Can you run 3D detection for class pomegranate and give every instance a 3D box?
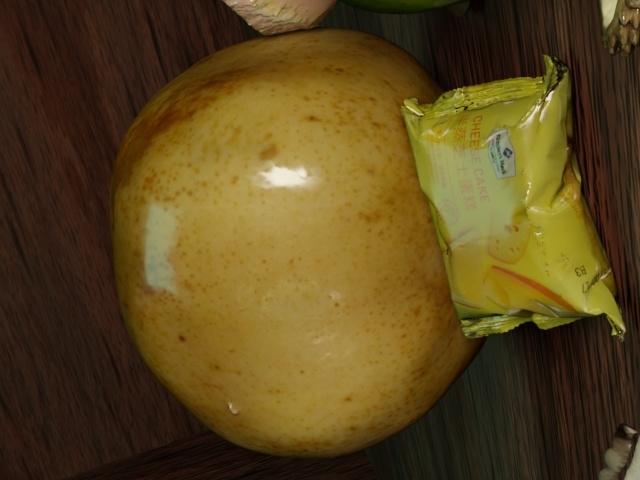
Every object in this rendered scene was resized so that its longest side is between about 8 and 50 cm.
[{"bbox_3d":[0.000,0.000,1.220,0.416,0.416,0.417,162,90,-83],"label":"pomegranate"}]

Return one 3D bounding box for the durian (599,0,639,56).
[{"bbox_3d":[0.167,-0.163,0.571,0.188,0.091,0.148,60,-149,-76],"label":"durian"}]

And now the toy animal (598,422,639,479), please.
[{"bbox_3d":[0.228,0.105,0.552,0.208,0.154,0.325,65,168,6],"label":"toy animal"}]

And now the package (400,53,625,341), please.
[{"bbox_3d":[0.148,-0.022,1.006,0.168,0.090,0.226,-8,106,46],"label":"package"}]

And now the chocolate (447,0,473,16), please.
[{"bbox_3d":[0.115,-0.226,1.097,0.064,0.031,0.101,53,174,9],"label":"chocolate"}]

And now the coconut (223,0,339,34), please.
[{"bbox_3d":[-0.030,-0.327,1.154,0.233,0.245,0.233,41,-173,-6],"label":"coconut"}]

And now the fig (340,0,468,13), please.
[{"bbox_3d":[0.059,-0.287,0.869,0.206,0.206,0.275,79,-176,-46],"label":"fig"}]
